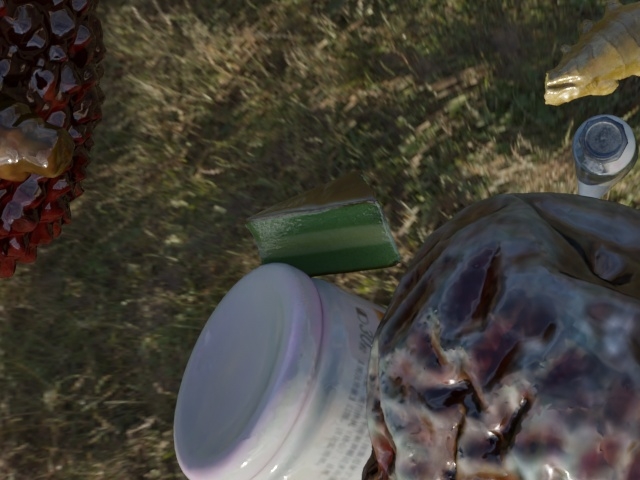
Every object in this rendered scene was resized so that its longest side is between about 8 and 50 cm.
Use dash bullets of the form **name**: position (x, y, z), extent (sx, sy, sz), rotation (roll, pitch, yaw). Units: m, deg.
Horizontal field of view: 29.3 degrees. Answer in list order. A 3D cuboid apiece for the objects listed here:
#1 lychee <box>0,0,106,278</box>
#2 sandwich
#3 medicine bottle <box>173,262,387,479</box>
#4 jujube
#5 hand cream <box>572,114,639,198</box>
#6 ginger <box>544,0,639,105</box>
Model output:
- **lychee**: position (-0.242, -0.083, 0.586), extent (0.304, 0.276, 0.276), rotation (17, 88, 27)
- **sandwich**: position (0.000, 0.000, 1.053), extent (0.116, 0.074, 0.074), rotation (-23, 115, 1)
- **medicine bottle**: position (0.052, 0.166, 1.085), extent (0.316, 0.202, 0.202), rotation (25, 90, -26)
- **jujube**: position (0.118, 0.129, 0.667), extent (0.226, 0.226, 0.317), rotation (19, 127, 12)
- **hand cream**: position (0.289, -0.081, 1.236), extent (0.058, 0.271, 0.091), rotation (43, 96, 14)
- **ginger**: position (0.380, -0.250, 1.604), extent (0.205, 0.081, 0.115), rotation (-16, 111, -8)
